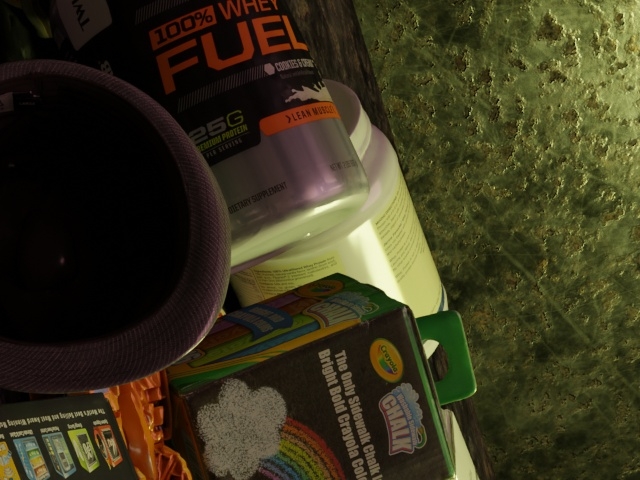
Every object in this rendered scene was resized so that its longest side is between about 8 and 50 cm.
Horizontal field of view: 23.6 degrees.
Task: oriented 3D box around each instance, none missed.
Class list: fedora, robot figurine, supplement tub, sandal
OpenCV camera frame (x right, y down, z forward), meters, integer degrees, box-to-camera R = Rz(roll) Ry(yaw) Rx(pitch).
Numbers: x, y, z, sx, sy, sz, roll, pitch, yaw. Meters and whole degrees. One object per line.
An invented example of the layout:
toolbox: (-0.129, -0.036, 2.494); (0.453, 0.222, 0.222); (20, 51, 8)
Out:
fedora: (-0.191, 0.009, 1.084); (0.124, 0.243, 0.275); (111, -36, -57)
robot figurine: (-0.183, 0.080, 1.252); (0.211, 0.085, 0.291); (3, 75, -78)
supplement tub: (0.000, 0.000, 1.781); (0.235, 0.235, 0.325); (-86, 159, -51)
sandal: (-0.262, -0.233, 1.315); (0.180, 0.049, 0.072); (84, 5, -64)
supplement tub: (-0.104, -0.136, 1.290); (0.316, 0.193, 0.193); (64, 12, 5)

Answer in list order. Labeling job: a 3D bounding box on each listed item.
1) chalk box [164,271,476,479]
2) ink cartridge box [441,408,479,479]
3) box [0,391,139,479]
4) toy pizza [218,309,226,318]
chalk box: (0.003, 0.148, 1.428); (0.179, 0.289, 0.180); (-157, -130, -68)
ink cartridge box: (0.107, 0.366, 1.951); (0.117, 0.207, 0.283); (-89, 161, -51)
box: (-0.185, 0.260, 0.945); (0.395, 0.097, 0.318); (18, 51, -76)
toy pizza: (-0.097, 0.159, 1.665); (0.201, 0.032, 0.201); (-12, 90, -77)
